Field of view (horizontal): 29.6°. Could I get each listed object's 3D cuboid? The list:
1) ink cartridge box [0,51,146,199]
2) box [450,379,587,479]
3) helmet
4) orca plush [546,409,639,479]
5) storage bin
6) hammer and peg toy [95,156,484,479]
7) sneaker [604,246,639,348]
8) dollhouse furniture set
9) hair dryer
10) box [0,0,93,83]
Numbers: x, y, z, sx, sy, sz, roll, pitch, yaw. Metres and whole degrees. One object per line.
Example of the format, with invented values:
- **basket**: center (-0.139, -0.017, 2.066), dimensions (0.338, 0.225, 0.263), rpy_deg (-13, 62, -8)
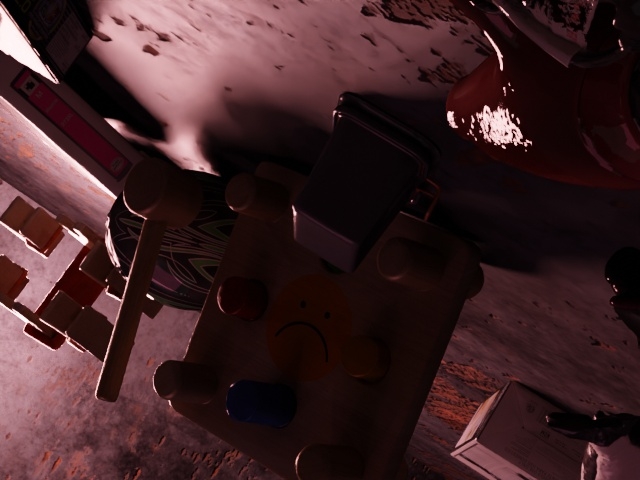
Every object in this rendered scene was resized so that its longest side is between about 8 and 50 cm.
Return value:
- **ink cartridge box**: center (-0.337, -0.178, 1.298), dimensions (0.176, 0.069, 0.371), rpy_deg (34, 174, 37)
- **box**: center (0.271, 0.273, 1.546), dimensions (0.169, 0.087, 0.290), rpy_deg (32, 169, 6)
- **helmet**: center (-0.144, -0.001, 1.325), dimensions (0.169, 0.169, 0.161), rpy_deg (28, -178, 21)
- **orca plush**: center (0.291, 0.225, 1.264), dimensions (0.287, 0.151, 0.102), rpy_deg (40, -162, -47)
- **storage bin**: center (0.030, -0.031, 0.895), dimensions (0.098, 0.091, 0.135), rpy_deg (31, 170, 6)
- **hammer and peg toy**: center (-0.045, 0.070, 1.104), dimensions (0.361, 0.265, 0.127), rpy_deg (23, -176, 38)
- **sneaker**: center (0.239, 0.069, 0.774), dimensions (0.162, 0.106, 0.281), rpy_deg (37, 159, 5)
- **dollhouse furniture set**: center (-0.272, 0.019, 1.499), dimensions (0.262, 0.259, 0.135), rpy_deg (22, 162, 45)
- **hair dryer**: center (0.083, -0.114, 0.515), dimensions (0.223, 0.080, 0.293), rpy_deg (45, 169, 24)
- **box**: center (-0.321, -0.251, 0.992), dimensions (0.216, 0.060, 0.270), rpy_deg (30, 169, 14)
